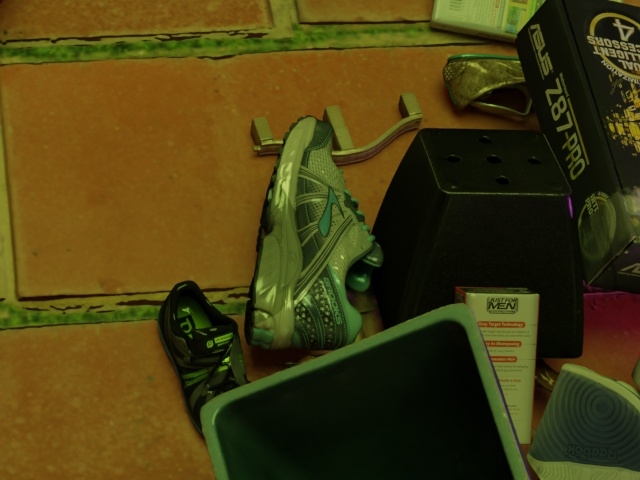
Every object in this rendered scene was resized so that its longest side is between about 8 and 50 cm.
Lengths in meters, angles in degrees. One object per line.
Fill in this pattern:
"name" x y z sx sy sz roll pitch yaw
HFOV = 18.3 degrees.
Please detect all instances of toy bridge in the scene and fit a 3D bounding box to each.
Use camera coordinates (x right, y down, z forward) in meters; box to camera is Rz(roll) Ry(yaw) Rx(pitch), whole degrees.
"toy bridge" 0.019 -0.111 2.075 0.188 0.026 0.063 -11 60 -16

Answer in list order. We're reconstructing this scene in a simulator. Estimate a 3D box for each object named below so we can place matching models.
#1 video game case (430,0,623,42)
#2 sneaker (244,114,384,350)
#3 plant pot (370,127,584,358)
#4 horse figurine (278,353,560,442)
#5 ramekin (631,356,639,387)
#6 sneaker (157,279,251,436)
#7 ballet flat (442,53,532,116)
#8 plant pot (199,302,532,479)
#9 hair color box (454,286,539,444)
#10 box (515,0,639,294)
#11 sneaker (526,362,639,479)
"video game case" 0.241 -0.326 2.205 0.206 0.026 0.227 11 77 0
"sneaker" 0.000 0.000 1.942 0.122 0.110 0.283 12 51 -4
"plant pot" 0.155 -0.006 1.904 0.187 0.167 0.188 1 32 -9
"horse figurine" 0.111 0.154 1.888 0.263 0.066 0.174 -22 68 -20
"ramekin" 0.434 0.132 1.823 0.273 0.273 0.127 27 96 9
"sneaker" -0.102 0.118 1.866 0.067 0.078 0.188 -19 62 -21
"ballet flat" 0.232 -0.167 2.137 0.206 0.073 0.067 -4 84 -9
"plant pot" 0.078 0.247 1.686 0.248 0.252 0.247 -22 58 9
"hair color box" 0.159 0.115 1.823 0.072 0.043 0.141 2 97 -10
"box" 0.411 -0.079 2.014 0.395 0.097 0.318 9 53 -27
"sneaker" 0.353 0.235 1.824 0.315 0.182 0.127 26 92 26
